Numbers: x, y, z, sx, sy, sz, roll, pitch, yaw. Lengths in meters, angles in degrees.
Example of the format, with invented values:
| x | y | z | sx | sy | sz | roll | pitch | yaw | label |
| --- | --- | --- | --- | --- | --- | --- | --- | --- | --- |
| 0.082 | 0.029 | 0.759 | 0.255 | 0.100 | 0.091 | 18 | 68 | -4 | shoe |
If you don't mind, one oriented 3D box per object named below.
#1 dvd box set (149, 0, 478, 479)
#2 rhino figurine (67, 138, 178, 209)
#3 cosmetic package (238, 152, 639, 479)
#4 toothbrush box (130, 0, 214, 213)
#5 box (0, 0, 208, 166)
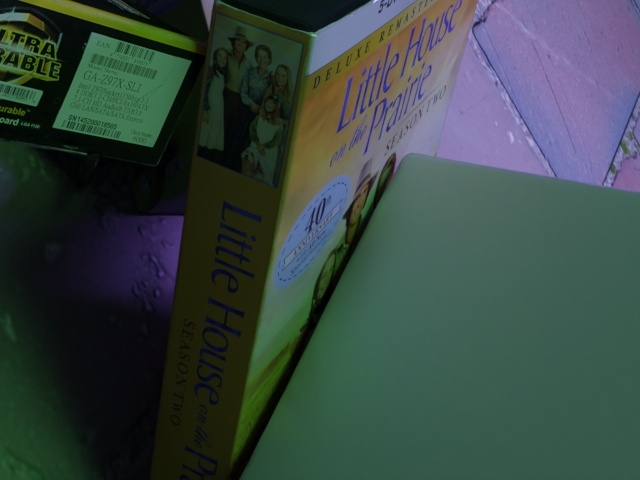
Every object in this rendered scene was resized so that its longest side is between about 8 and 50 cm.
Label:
| x | y | z | sx | sy | sz | roll | pitch | yaw | label |
| --- | --- | --- | --- | --- | --- | --- | --- | --- | --- |
| 0.000 | 0.000 | 0.755 | 0.307 | 0.062 | 0.420 | -46 | 153 | -53 | dvd box set |
| -0.178 | -0.131 | 0.811 | 0.106 | 0.073 | 0.243 | -29 | 97 | -25 | rhino figurine |
| 0.191 | 0.203 | 0.745 | 0.327 | 0.329 | 0.393 | -62 | 144 | -21 | cosmetic package |
| -0.074 | -0.172 | 0.937 | 0.206 | 0.122 | 0.283 | 0 | 70 | -53 | toothbrush box |
| -0.254 | -0.150 | 0.561 | 0.322 | 0.079 | 0.257 | 35 | 19 | 36 | box |
